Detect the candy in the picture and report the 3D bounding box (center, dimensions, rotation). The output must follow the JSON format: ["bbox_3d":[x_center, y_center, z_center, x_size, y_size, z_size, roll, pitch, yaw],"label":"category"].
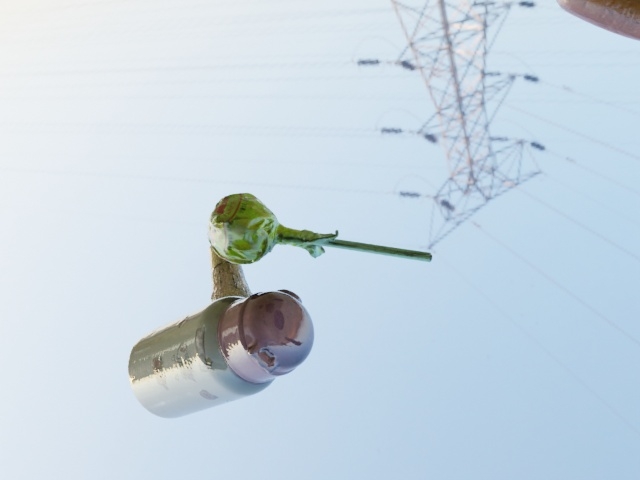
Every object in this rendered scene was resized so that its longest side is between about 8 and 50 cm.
[{"bbox_3d":[0.000,0.001,0.913,0.262,0.077,0.073,8,-156,-3],"label":"candy"}]

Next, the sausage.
[{"bbox_3d":[0.476,-0.383,1.293,0.197,0.076,0.076,19,-151,-7],"label":"sausage"}]

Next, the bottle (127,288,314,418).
[{"bbox_3d":[-0.105,0.120,0.855,0.233,0.110,0.110,-26,-164,41],"label":"bottle"}]

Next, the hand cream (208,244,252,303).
[{"bbox_3d":[-0.134,0.073,1.158,0.084,0.084,0.203,-18,-138,-2],"label":"hand cream"}]
